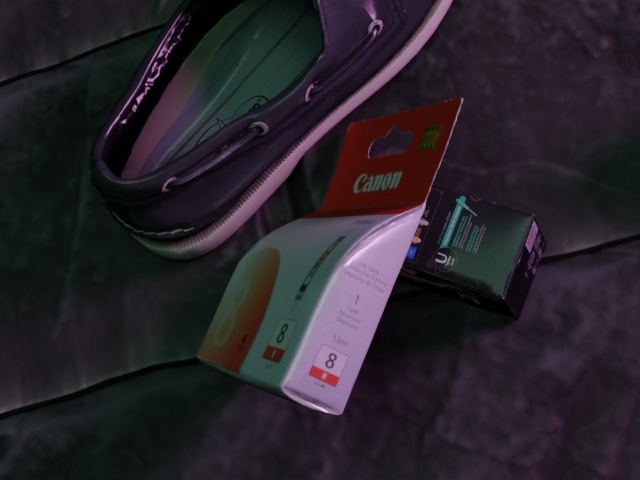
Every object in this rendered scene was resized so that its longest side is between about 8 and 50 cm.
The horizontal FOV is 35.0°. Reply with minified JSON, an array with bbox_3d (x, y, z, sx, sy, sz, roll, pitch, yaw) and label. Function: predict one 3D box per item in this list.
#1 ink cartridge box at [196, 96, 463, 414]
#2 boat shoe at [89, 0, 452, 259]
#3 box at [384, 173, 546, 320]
[{"bbox_3d":[0.000,0.000,0.573,0.045,0.145,0.179,23,81,-22],"label":"ink cartridge box"},{"bbox_3d":[-0.025,-0.144,0.636,0.340,0.113,0.127,-47,64,0],"label":"boat shoe"},{"bbox_3d":[0.079,0.004,0.583,0.083,0.062,0.052,18,81,23],"label":"box"}]
